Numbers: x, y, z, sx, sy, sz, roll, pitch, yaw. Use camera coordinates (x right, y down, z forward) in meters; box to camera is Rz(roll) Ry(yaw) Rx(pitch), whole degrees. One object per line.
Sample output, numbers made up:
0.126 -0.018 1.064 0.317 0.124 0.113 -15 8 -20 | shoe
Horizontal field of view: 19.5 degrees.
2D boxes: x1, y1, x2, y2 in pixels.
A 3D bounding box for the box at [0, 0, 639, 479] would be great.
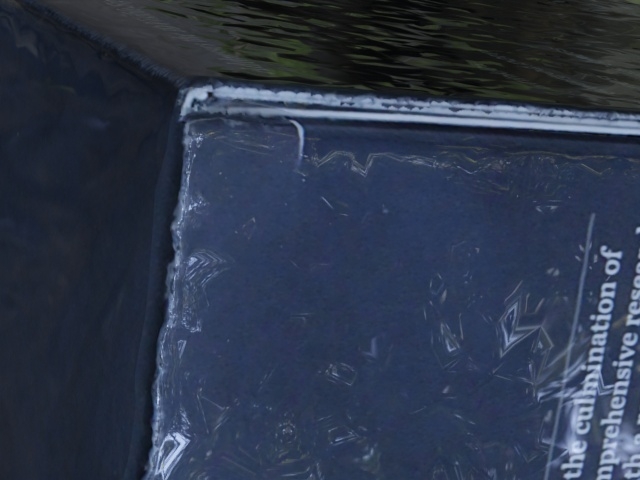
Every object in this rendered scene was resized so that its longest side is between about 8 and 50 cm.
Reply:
0.052 0.029 0.932 0.472 0.480 0.297 4 103 -25 | box
